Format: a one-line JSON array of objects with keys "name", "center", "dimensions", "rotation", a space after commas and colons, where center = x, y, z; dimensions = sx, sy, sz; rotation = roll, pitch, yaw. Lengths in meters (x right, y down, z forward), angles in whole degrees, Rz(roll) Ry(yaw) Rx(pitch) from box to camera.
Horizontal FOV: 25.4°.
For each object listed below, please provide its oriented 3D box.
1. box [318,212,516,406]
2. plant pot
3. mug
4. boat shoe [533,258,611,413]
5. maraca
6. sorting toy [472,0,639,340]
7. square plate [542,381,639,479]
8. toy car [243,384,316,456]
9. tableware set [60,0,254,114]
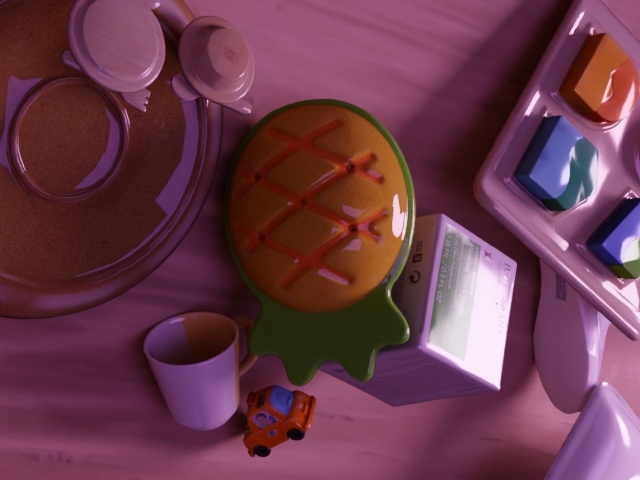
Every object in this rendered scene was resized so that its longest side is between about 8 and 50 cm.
[{"name": "box", "center": [0.066, 0.050, 0.974], "dimensions": [0.087, 0.102, 0.101], "rotation": [31, 59, -37]}, {"name": "plant pot", "center": [-0.155, -0.063, 0.852], "dimensions": [0.236, 0.032, 0.236], "rotation": [-10, 108, -33]}, {"name": "mug", "center": [-0.073, 0.088, 0.933], "dimensions": [0.078, 0.062, 0.064], "rotation": [-14, 120, -11]}, {"name": "boat shoe", "center": [0.207, 0.044, 1.116], "dimensions": [0.063, 0.066, 0.184], "rotation": [-10, 99, -31]}, {"name": "maraca", "center": [0.000, 0.000, 0.917], "dimensions": [0.099, 0.127, 0.186], "rotation": [16, 69, -74]}, {"name": "sorting toy", "center": [0.221, -0.059, 1.061], "dimensions": [0.193, 0.038, 0.208], "rotation": [39, 66, -26]}, {"name": "square plate", "center": [0.229, 0.335, 1.169], "dimensions": [0.344, 0.049, 0.347], "rotation": [42, 74, -45]}, {"name": "toy car", "center": [-0.020, 0.093, 0.995], "dimensions": [0.040, 0.060, 0.122], "rotation": [47, 49, -23]}, {"name": "tableware set", "center": [-0.090, -0.152, 0.845], "dimensions": [0.141, 0.020, 0.169], "rotation": [11, 72, -37]}]
